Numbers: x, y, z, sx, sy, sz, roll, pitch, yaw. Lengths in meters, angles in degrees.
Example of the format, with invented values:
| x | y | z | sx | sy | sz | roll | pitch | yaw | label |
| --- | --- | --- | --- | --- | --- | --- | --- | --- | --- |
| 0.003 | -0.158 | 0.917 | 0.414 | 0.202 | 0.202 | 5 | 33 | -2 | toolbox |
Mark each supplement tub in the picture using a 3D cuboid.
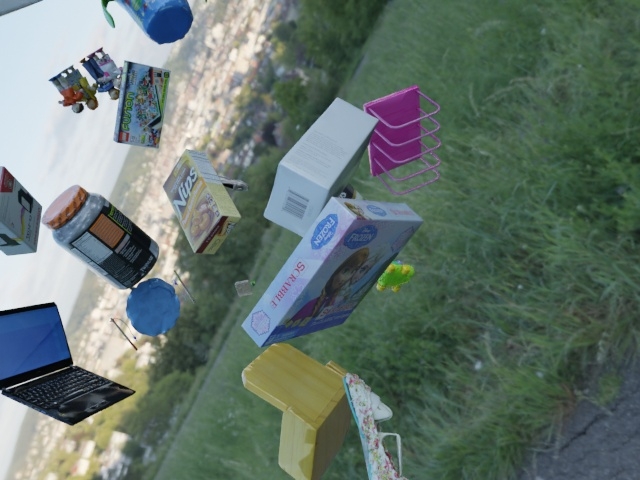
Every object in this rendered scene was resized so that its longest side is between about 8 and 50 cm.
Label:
| x | y | z | sx | sy | sz | roll | pitch | yaw | label |
| --- | --- | --- | --- | --- | --- | --- | --- | --- | --- |
| -0.661 | -0.010 | 1.732 | 0.193 | 0.316 | 0.194 | -26 | 37 | 21 | supplement tub |

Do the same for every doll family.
| x | y | z | sx | sy | sz | roll | pitch | yaw | label |
| --- | --- | --- | --- | --- | --- | --- | --- | --- | --- |
| -0.751 | -0.526 | 1.911 | 0.263 | 0.163 | 0.118 | -26 | 28 | 11 | doll family |

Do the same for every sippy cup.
| x | y | z | sx | sy | sz | roll | pitch | yaw | label |
| --- | --- | --- | --- | --- | --- | --- | --- | --- | --- |
| -0.535 | -0.777 | 1.877 | 0.305 | 0.240 | 0.224 | -35 | 71 | 15 | sippy cup |

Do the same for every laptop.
| x | y | z | sx | sy | sz | roll | pitch | yaw | label |
| --- | --- | --- | --- | --- | --- | --- | --- | --- | --- |
| -0.545 | 0.248 | 1.211 | 0.234 | 0.264 | 0.137 | -4 | -67 | -77 | laptop |

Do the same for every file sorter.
| x | y | z | sx | sy | sz | roll | pitch | yaw | label |
| --- | --- | --- | --- | --- | --- | --- | --- | --- | --- |
| 0.288 | -0.329 | 1.937 | 0.182 | 0.202 | 0.291 | -125 | 17 | -45 | file sorter |

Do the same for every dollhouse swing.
| x | y | z | sx | sy | sz | roll | pitch | yaw | label |
| --- | --- | --- | --- | --- | --- | --- | --- | --- | --- |
| -0.087 | 0.562 | 1.909 | 0.347 | 0.304 | 0.315 | -33 | -47 | -63 | dollhouse swing |

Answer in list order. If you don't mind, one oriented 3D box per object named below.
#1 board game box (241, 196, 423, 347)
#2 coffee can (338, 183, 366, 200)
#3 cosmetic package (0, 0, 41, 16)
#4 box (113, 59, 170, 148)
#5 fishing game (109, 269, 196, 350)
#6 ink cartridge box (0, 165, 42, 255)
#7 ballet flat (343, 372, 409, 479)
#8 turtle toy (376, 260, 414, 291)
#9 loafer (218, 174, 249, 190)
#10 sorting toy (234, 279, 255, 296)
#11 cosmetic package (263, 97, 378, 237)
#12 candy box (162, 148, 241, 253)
| x | y | z | sx | sy | sz | roll | pitch | yaw | label |
| --- | --- | --- | --- | --- | --- | --- | --- | --- | --- |
| 0.036 | 0.060 | 1.160 | 0.066 | 0.318 | 0.318 | 45 | 113 | 23 | board game box |
| 0.072 | -0.121 | 2.215 | 0.201 | 0.275 | 0.201 | -38 | 25 | 21 | coffee can |
| -1.000 | -0.731 | 1.519 | 0.327 | 0.329 | 0.393 | -33 | 32 | -24 | cosmetic package |
| -0.462 | -0.348 | 1.484 | 0.036 | 0.114 | 0.207 | 30 | 112 | 49 | box |
| -0.541 | 0.214 | 1.845 | 0.041 | 0.189 | 0.264 | -5 | 33 | 51 | fishing game |
| -0.685 | -0.061 | 1.250 | 0.175 | 0.072 | 0.127 | 85 | 179 | -64 | ink cartridge box |
| 0.110 | 0.365 | 1.092 | 0.091 | 0.077 | 0.241 | 47 | -154 | -71 | ballet flat |
| 0.216 | 0.095 | 1.651 | 0.066 | 0.130 | 0.095 | -111 | 35 | -47 | turtle toy |
| -0.330 | -0.205 | 2.142 | 0.045 | 0.125 | 0.039 | 109 | 179 | -51 | loafer |
| -0.292 | 0.186 | 2.272 | 0.012 | 0.083 | 0.062 | -81 | -23 | -71 | sorting toy |
| 0.009 | -0.214 | 1.648 | 0.385 | 0.156 | 0.217 | -58 | -6 | -44 | cosmetic package |
| -0.401 | -0.131 | 1.907 | 0.183 | 0.087 | 0.316 | -49 | 57 | 27 | candy box |
